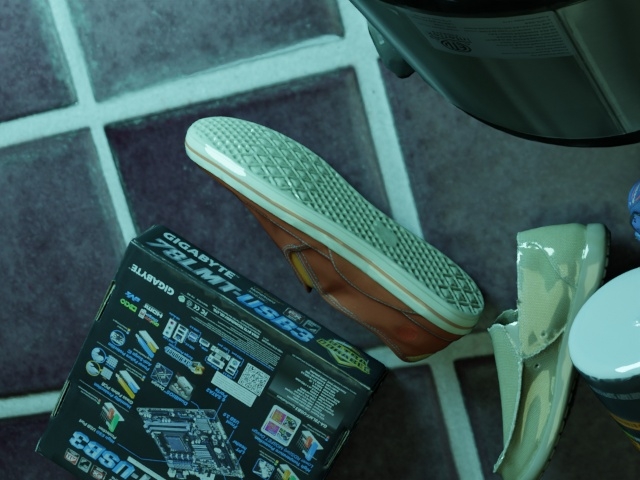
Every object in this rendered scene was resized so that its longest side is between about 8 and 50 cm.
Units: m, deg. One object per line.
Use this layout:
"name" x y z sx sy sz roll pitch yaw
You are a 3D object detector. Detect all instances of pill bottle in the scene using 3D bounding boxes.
"pill bottle" 0.328 0.145 1.003 0.130 0.130 0.245 -28 118 25

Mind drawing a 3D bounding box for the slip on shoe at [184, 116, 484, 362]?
"slip on shoe" 0.000 0.000 1.109 0.331 0.123 0.101 37 119 0

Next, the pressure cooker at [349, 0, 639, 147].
"pressure cooker" 0.174 -0.261 0.812 0.375 0.420 0.370 -45 63 9

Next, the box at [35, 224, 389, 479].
"box" -0.122 0.180 1.230 0.295 0.073 0.293 31 115 8

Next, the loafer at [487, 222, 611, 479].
"loafer" 0.200 0.105 1.082 0.092 0.102 0.268 16 102 16

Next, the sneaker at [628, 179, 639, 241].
"sneaker" 0.294 -0.028 0.956 0.087 0.221 0.083 25 73 25
